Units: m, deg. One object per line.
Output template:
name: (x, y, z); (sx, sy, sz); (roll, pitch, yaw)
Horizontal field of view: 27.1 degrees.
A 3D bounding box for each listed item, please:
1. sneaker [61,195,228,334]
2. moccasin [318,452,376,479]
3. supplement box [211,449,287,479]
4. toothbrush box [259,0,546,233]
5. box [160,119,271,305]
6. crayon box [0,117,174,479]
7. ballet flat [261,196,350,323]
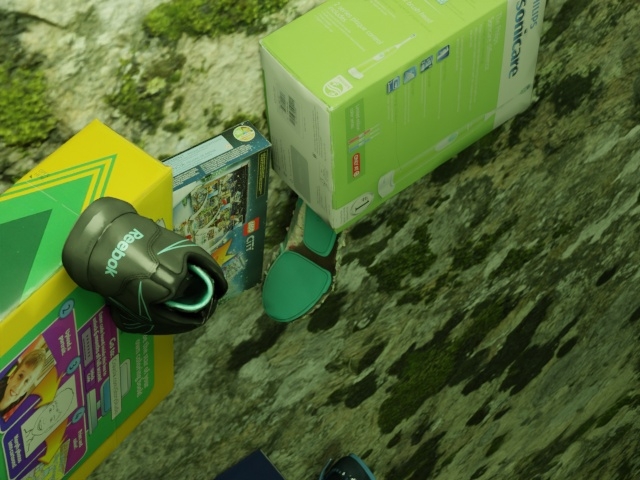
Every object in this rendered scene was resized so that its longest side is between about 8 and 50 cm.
sneaker: (-0.133, 0.046, 1.164); (0.101, 0.106, 0.267); (-61, 162, -5)
moccasin: (0.022, 0.477, 2.179); (0.117, 0.137, 0.342); (-23, 146, -25)
supplement box: (-0.105, 0.508, 1.991); (0.194, 0.195, 0.356); (-32, 151, -20)
toothbrush box: (0.088, -0.171, 1.380); (0.283, 0.122, 0.206); (-33, 150, -18)
box: (-0.133, -0.004, 1.404); (0.159, 0.044, 0.233); (-29, 149, -26)
crayon box: (-0.272, 0.115, 1.246); (0.313, 0.106, 0.363); (-47, 158, -34)
ballet flat: (0.000, 0.000, 1.552); (0.077, 0.091, 0.241); (-46, 167, -48)
